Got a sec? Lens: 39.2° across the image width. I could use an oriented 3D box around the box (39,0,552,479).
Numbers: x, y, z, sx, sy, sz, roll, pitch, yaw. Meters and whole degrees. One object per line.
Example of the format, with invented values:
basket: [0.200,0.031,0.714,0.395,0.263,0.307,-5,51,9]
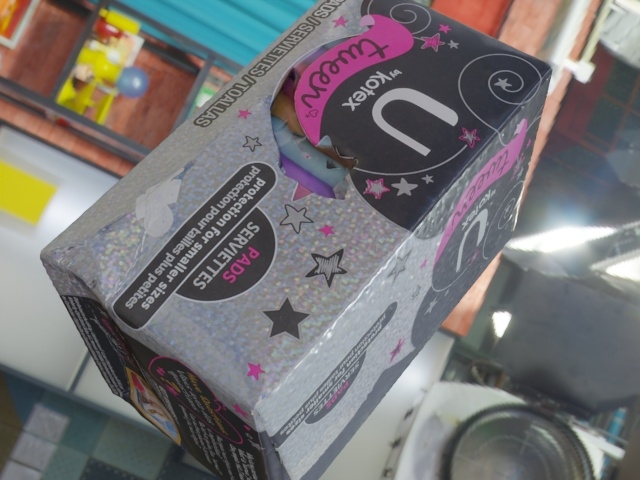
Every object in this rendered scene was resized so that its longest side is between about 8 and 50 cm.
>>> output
box: [0.000,0.000,0.502,0.247,0.142,0.163,-48,156,-25]
